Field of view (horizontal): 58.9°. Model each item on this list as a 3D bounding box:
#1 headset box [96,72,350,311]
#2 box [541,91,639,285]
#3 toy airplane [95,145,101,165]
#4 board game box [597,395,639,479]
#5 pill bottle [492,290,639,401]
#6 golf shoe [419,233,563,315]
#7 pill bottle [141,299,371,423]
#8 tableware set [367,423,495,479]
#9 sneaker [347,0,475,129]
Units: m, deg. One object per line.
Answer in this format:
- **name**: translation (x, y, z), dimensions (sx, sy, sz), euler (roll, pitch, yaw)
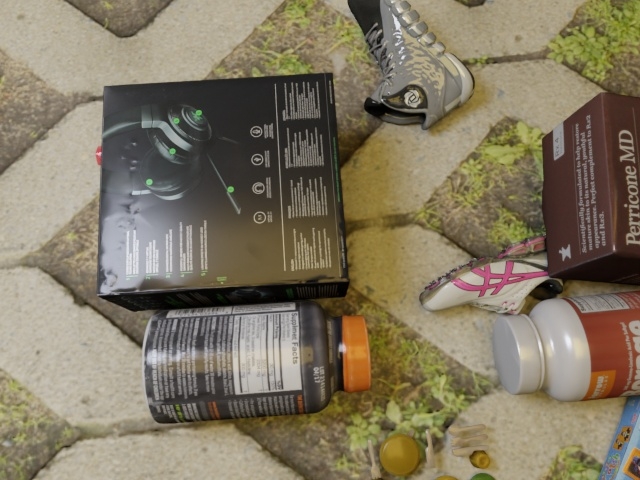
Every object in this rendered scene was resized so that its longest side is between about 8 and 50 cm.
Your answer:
- **headset box**: translation (-0.117, -0.050, 0.666), dimensions (0.283, 0.131, 0.246), euler (-4, 76, -1)
- **box**: translation (0.474, -0.042, 0.676), dimensions (0.382, 0.143, 0.191), euler (5, 75, -6)
- **toy airplane**: translation (-0.224, -0.086, 0.759), dimensions (0.151, 0.028, 0.151), euler (0, 76, 1)
- **board game box**: translation (0.407, 0.311, 0.660), dimensions (0.160, 0.039, 0.211), euler (28, 78, 6)
- **pill bottle**: translation (0.322, 0.124, 0.665), dimensions (0.216, 0.121, 0.121), euler (-6, 76, -2)
- **golf shoe**: translation (0.216, 0.058, 0.708), dimensions (0.186, 0.067, 0.086), euler (-20, 78, -6)
- **pill bottle**: translation (-0.066, 0.137, 0.653), dimensions (0.246, 0.130, 0.130), euler (-3, 76, -2)
- **tableware set**: translation (0.132, 0.277, 0.676), dimensions (0.154, 0.024, 0.104), euler (-7, 79, -4)
- **sneaker**: translation (0.090, -0.243, 0.776), dimensions (0.132, 0.086, 0.228), euler (-43, 81, -8)
